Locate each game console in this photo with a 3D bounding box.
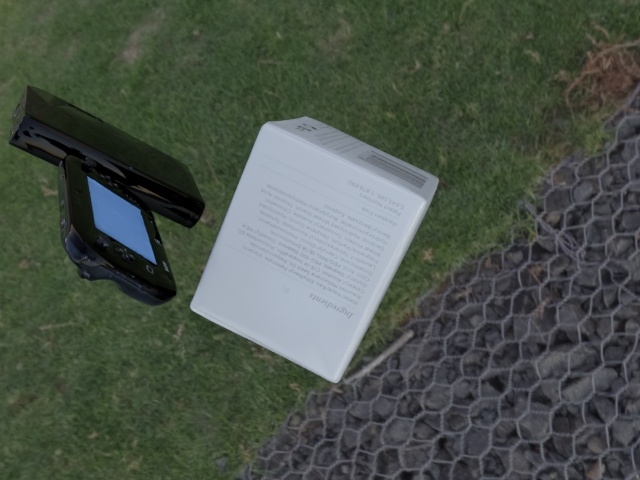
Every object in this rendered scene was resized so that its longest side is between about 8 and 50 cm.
[{"bbox_3d":[-0.200,-0.045,0.690,0.044,0.213,0.361,-55,33,13],"label":"game console"}]

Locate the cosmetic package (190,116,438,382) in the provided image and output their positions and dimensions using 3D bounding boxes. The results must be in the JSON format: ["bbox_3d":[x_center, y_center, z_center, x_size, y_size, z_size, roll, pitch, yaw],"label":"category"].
[{"bbox_3d":[0.000,0.000,0.643,0.151,0.151,0.183,27,106,7],"label":"cosmetic package"}]
